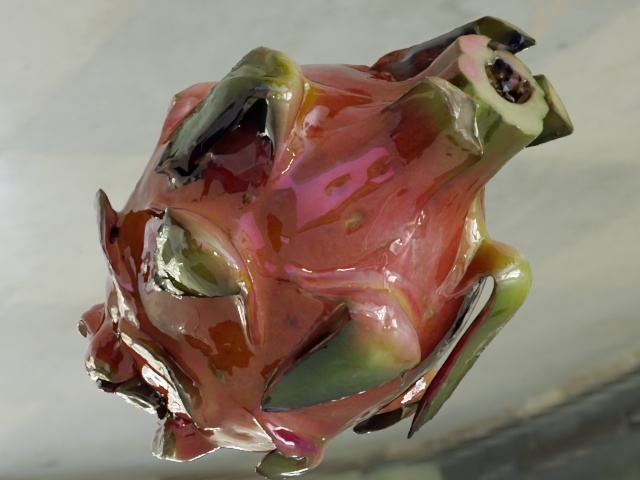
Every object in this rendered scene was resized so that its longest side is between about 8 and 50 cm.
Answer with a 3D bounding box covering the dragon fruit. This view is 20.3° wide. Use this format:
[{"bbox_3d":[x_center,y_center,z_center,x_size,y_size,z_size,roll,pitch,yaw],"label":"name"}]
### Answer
[{"bbox_3d":[0.000,-0.002,0.375,0.116,0.086,0.081,-55,175,33],"label":"dragon fruit"}]
